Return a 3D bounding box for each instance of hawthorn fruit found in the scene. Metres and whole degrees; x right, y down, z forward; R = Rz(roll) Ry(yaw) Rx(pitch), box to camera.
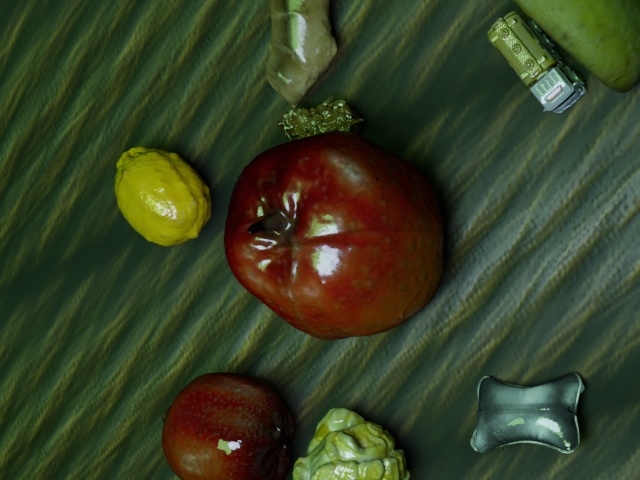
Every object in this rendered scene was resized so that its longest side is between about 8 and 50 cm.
[{"bbox_3d":[-0.128,0.253,1.773,0.188,0.169,0.169,2,98,26],"label":"hawthorn fruit"},{"bbox_3d":[0.000,0.000,1.591,0.254,0.300,0.254,3,95,29],"label":"hawthorn fruit"}]

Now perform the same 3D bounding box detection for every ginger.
[{"bbox_3d":[-0.028,-0.258,1.703,0.095,0.069,0.190,9,103,53],"label":"ginger"}]

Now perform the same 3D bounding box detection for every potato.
[{"bbox_3d":[0.291,-0.284,1.496,0.112,0.269,0.255,-37,107,26],"label":"potato"}]

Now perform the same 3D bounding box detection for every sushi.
[{"bbox_3d":[0.004,-0.144,1.705,0.118,0.060,0.061,-16,84,27],"label":"sushi"}]

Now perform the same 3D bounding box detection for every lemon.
[{"bbox_3d":[-0.208,-0.060,1.796,0.155,0.114,0.114,45,114,15],"label":"lemon"}]

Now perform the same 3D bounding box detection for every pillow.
[{"bbox_3d":[0.244,0.204,1.628,0.135,0.055,0.091,-2,93,26],"label":"pillow"}]

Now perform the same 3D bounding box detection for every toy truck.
[{"bbox_3d":[0.244,-0.203,1.570,0.052,0.063,0.123,-41,77,25],"label":"toy truck"}]

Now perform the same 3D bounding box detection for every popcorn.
[{"bbox_3d":[0.040,0.288,1.698,0.135,0.141,0.162,-4,86,30],"label":"popcorn"}]
